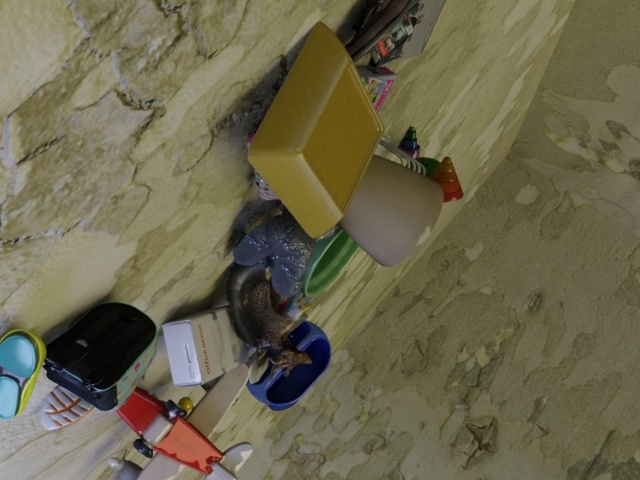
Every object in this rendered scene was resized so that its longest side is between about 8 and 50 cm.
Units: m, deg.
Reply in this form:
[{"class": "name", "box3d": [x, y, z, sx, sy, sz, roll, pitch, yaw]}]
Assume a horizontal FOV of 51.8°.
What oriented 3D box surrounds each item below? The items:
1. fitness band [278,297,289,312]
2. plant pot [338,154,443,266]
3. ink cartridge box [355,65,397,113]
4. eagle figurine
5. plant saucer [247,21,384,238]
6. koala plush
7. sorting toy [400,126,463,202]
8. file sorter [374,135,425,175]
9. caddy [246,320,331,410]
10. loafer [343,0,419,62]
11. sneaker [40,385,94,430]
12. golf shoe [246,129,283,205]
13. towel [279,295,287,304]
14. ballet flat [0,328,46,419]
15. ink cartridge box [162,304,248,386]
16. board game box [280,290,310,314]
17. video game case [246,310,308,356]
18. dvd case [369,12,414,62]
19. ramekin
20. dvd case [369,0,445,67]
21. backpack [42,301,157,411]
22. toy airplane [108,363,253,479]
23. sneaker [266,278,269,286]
[{"class": "fitness band", "box3d": [-0.201, 0.247, 2.050, 0.291, 0.054, 0.209, -26, 146, -58]}, {"class": "plant pot", "box3d": [0.117, -0.111, 1.644, 0.256, 0.274, 0.256, -46, -156, 27]}, {"class": "ink cartridge box", "box3d": [0.063, -0.321, 1.577, 0.311, 0.065, 0.186, -23, 146, -55]}, {"class": "eagle figurine", "box3d": [-0.132, 0.204, 1.736, 0.225, 0.298, 0.226, -19, 151, -34]}, {"class": "plant saucer", "box3d": [0.022, -0.209, 1.350, 0.333, 0.081, 0.333, -64, 148, -18]}, {"class": "koala plush", "box3d": [-0.065, -0.018, 1.601, 0.221, 0.196, 0.203, -51, 178, -40]}, {"class": "sorting toy", "box3d": [0.342, -0.259, 2.073, 0.127, 0.365, 0.126, -9, 125, -12]}, {"class": "file sorter", "box3d": [0.170, -0.192, 1.923, 0.193, 0.173, 0.278, -57, 162, 13]}, {"class": "caddy", "box3d": [-0.119, 0.435, 2.321, 0.341, 0.241, 0.179, -44, 168, -27]}, {"class": "loafer", "box3d": [0.140, -0.504, 1.399, 0.302, 0.095, 0.109, -46, -167, -7]}, {"class": "sneaker", "box3d": [-0.488, 0.319, 1.387, 0.215, 0.084, 0.083, -43, 165, -32]}, {"class": "golf shoe", "box3d": [-0.095, -0.147, 1.429, 0.140, 0.115, 0.306, -51, 162, 5]}, {"class": "towel", "box3d": [-0.095, 0.120, 2.032, 0.148, 0.027, 0.110, -57, 164, -60]}, {"class": "ballet flat", "box3d": [-0.516, 0.215, 1.138, 0.231, 0.077, 0.077, -60, -177, 33]}, {"class": "ink cartridge box", "box3d": [-0.283, 0.259, 1.648, 0.092, 0.158, 0.218, -11, 180, 23]}, {"class": "board game box", "box3d": [-0.064, 0.174, 2.260, 0.210, 0.047, 0.160, -53, 164, -1]}, {"class": "video game case", "box3d": [-0.181, 0.319, 2.012, 0.300, 0.036, 0.329, -40, 171, 2]}, {"class": "dvd case", "box3d": [0.159, -0.476, 1.519, 0.119, 0.013, 0.087, -39, 149, 1]}, {"class": "ramekin", "box3d": [0.000, 0.000, 1.902, 0.303, 0.148, 0.303, -47, 162, -20]}, {"class": "dvd case", "box3d": [0.223, -0.527, 1.629, 0.239, 0.029, 0.179, -33, 154, -48]}, {"class": "backpack", "box3d": [-0.403, 0.215, 1.249, 0.188, 0.166, 0.144, -56, 163, -37]}, {"class": "toy airplane", "box3d": [-0.373, 0.518, 1.759, 0.386, 0.272, 0.384, -8, 110, -37]}, {"class": "sneaker", "box3d": [-0.160, 0.145, 1.926, 0.071, 0.068, 0.170, -67, 164, 6]}]
